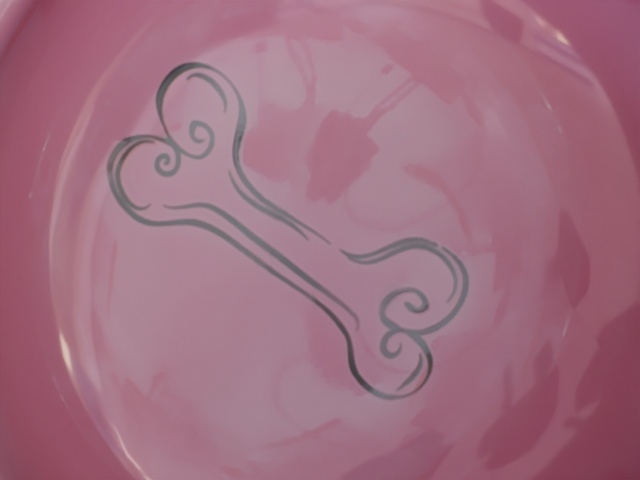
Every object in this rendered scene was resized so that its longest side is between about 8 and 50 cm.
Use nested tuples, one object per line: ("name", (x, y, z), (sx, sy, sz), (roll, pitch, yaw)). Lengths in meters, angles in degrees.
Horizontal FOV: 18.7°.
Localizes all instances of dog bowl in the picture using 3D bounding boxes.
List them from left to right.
("dog bowl", (0.000, 0.000, 0.719), (0.408, 0.150, 0.408), (-2, -85, -21))
